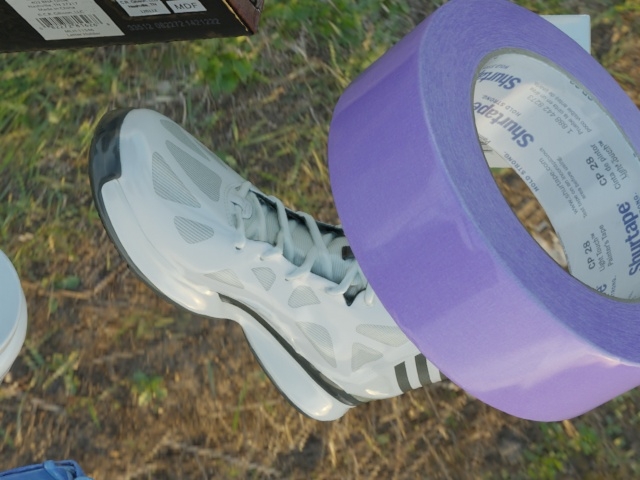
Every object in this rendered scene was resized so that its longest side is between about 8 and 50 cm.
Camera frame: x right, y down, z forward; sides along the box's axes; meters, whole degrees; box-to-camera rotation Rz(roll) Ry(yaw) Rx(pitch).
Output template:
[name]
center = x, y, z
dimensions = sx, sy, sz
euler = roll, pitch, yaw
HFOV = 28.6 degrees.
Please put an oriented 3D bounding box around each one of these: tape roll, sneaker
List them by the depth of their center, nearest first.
[tape roll]
center = 0.137, -0.024, 0.827
dimensions = 0.275, 0.275, 0.090
euler = 38, 130, -17
[sneaker]
center = 0.000, -0.001, 1.202
dimensions = 0.257, 0.169, 0.447
euler = -19, 134, 29

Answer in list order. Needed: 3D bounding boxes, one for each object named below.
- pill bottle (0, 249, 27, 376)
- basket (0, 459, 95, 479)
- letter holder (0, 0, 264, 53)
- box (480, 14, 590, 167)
[pill bottle]
center = -0.484, 0.112, 1.595
dimensions = 0.204, 0.361, 0.204
euler = 5, 72, -17
[basket]
center = -0.209, 0.193, 0.590
dimensions = 0.201, 0.255, 0.289
euler = -17, 113, 14
[letter holder]
center = -0.184, -0.245, 0.772
dimensions = 0.302, 0.152, 0.214
euler = 0, 67, 24
[box]
center = 0.218, -0.170, 1.460
dimensions = 0.182, 0.181, 0.119
euler = 1, 72, 8
